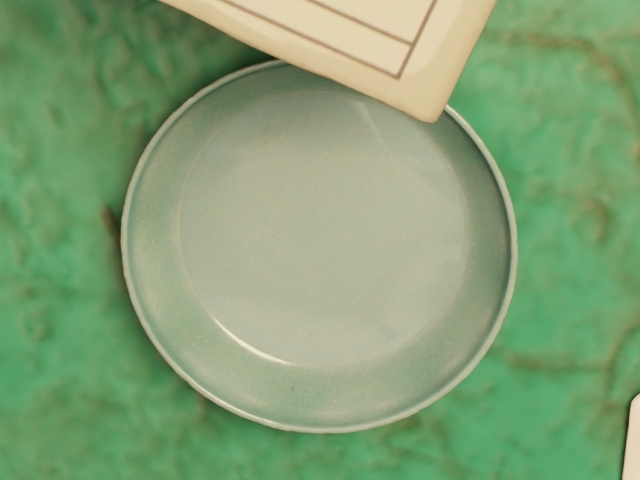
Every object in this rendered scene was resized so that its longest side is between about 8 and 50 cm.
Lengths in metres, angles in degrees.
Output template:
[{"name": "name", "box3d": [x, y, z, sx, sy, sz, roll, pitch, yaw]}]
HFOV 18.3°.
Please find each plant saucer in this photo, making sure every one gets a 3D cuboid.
[{"name": "plant saucer", "box3d": [0.000, 0.000, 0.600, 0.119, 0.021, 0.119, 1, 109, 4]}]

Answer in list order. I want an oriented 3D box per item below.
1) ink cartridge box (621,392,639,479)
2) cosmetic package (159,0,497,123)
[{"name": "ink cartridge box", "box3d": [0.137, 0.144, 0.616, 0.104, 0.060, 0.180, 5, 109, 4]}, {"name": "cosmetic package", "box3d": [0.027, -0.199, 0.475, 0.153, 0.129, 0.296, 26, 109, -2]}]
